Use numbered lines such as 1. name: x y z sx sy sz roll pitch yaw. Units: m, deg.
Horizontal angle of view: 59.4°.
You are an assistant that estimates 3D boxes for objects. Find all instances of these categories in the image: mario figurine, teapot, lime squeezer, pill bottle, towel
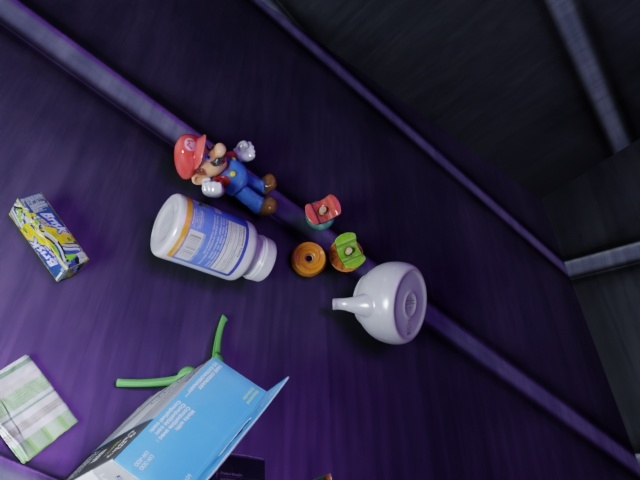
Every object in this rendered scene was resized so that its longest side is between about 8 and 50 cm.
1. mario figurine: -0.232 -0.185 1.469 0.320 0.170 0.198 28 8 -40
2. teapot: 0.182 0.174 1.624 0.253 0.187 0.256 -59 135 -32
3. lime squeezer: -0.268 0.256 1.174 0.110 0.058 0.310 56 38 4
4. pill bottle: -0.244 0.005 1.323 0.271 0.152 0.152 23 46 -34
5. towel: -0.494 0.278 0.943 0.152 0.023 0.113 52 38 -1

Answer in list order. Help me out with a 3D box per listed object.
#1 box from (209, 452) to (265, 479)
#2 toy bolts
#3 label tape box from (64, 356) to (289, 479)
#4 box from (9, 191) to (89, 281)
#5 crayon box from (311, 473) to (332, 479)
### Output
1. box: -0.181 0.500 0.988 0.108 0.153 0.207 22 45 -33
2. toy bolts: 0.000 0.000 1.645 0.218 0.158 0.229 -18 82 -10
3. label tape box: -0.242 0.316 0.908 0.115 0.347 0.249 50 37 -3
4. box: -0.534 -0.007 1.104 0.169 0.059 0.054 54 38 2
5. crayon box: -0.039 0.610 1.009 0.081 0.202 0.319 16 49 -38
